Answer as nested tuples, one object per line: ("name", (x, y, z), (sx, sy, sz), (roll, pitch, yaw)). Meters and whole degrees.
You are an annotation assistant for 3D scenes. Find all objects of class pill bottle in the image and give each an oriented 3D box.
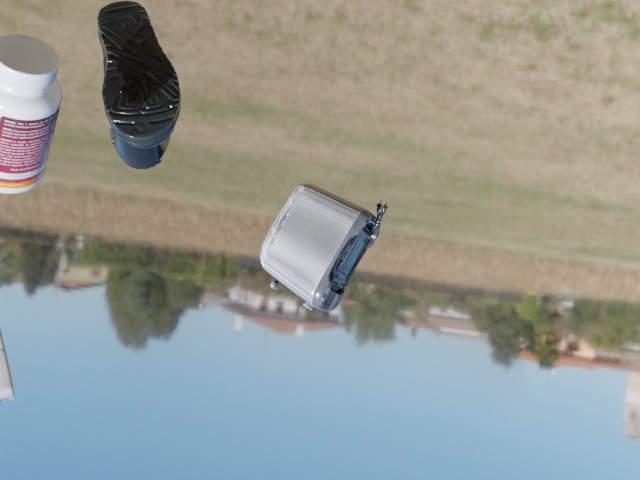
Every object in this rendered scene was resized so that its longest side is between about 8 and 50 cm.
("pill bottle", (-0.309, -0.127, 1.012), (0.086, 0.086, 0.152), (8, 134, -22))

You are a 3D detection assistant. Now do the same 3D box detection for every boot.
("boot", (-0.231, -0.161, 1.314), (0.094, 0.246, 0.207), (-13, 144, -10))

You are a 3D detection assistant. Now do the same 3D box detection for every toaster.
("toaster", (0.000, 0.000, 1.734), (0.147, 0.227, 0.129), (29, 179, 19))

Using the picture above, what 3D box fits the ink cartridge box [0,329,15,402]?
("ink cartridge box", (-0.497, 0.035, 1.211), (0.176, 0.370, 0.069), (-13, 166, -18))
